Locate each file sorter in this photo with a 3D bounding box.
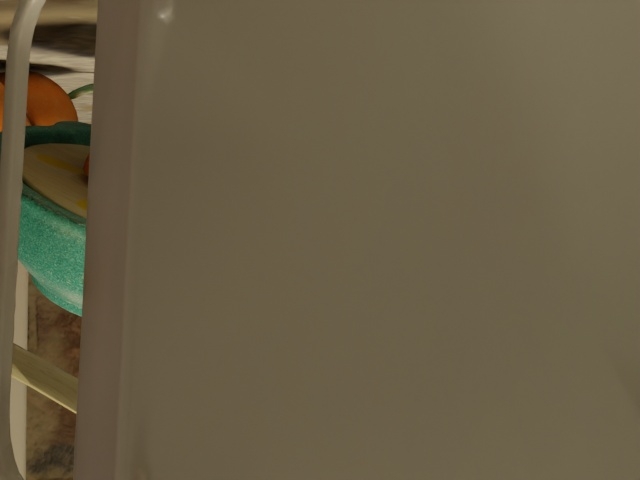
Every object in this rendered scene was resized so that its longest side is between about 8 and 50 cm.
[{"bbox_3d":[0.000,0.000,0.548,0.277,0.193,0.173,2,-178,-44],"label":"file sorter"}]

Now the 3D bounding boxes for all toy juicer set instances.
[{"bbox_3d":[-0.119,-0.026,0.765,0.209,0.089,0.329,20,-162,-3],"label":"toy juicer set"}]

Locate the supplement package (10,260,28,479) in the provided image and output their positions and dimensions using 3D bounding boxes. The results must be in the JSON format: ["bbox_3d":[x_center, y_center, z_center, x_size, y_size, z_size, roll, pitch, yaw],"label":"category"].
[{"bbox_3d":[-0.269,0.060,0.990,0.177,0.293,0.175,0,179,-24],"label":"supplement package"}]
